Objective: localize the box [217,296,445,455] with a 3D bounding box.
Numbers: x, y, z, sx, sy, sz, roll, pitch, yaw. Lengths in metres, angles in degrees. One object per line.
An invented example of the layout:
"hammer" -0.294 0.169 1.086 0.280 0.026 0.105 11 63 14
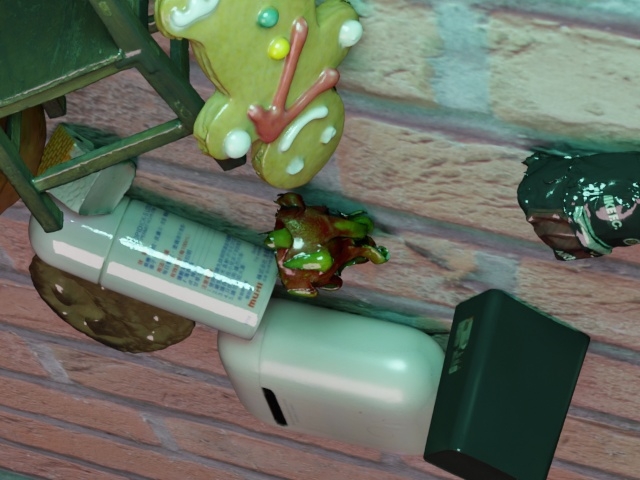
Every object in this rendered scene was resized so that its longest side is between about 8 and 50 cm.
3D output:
"box" 0.027 0.204 2.262 0.348 0.141 0.289 12 155 15

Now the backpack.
"backpack" 0.296 -0.038 1.631 0.165 0.106 0.120 -4 142 45

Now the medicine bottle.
"medicine bottle" -0.231 0.019 2.079 0.340 0.130 0.130 21 155 -5

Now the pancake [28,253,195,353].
"pancake" -0.328 0.091 2.389 0.294 0.049 0.294 15 151 8

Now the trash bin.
"trash bin" 0.241 0.208 2.025 0.165 0.226 0.115 27 155 -18

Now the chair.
"chair" -0.266 -0.220 1.476 0.240 0.203 0.416 -15 143 17

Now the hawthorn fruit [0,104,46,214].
"hawthorn fruit" -0.553 -0.129 1.699 0.471 0.472 0.472 15 155 7

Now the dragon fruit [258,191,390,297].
"dragon fruit" 0.000 0.000 1.920 0.175 0.138 0.142 -7 -161 -12

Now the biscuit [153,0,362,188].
"biscuit" -0.037 -0.168 1.481 0.047 0.216 0.340 36 156 34

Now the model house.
"model house" -0.307 -0.093 1.977 0.100 0.088 0.100 36 -167 18
